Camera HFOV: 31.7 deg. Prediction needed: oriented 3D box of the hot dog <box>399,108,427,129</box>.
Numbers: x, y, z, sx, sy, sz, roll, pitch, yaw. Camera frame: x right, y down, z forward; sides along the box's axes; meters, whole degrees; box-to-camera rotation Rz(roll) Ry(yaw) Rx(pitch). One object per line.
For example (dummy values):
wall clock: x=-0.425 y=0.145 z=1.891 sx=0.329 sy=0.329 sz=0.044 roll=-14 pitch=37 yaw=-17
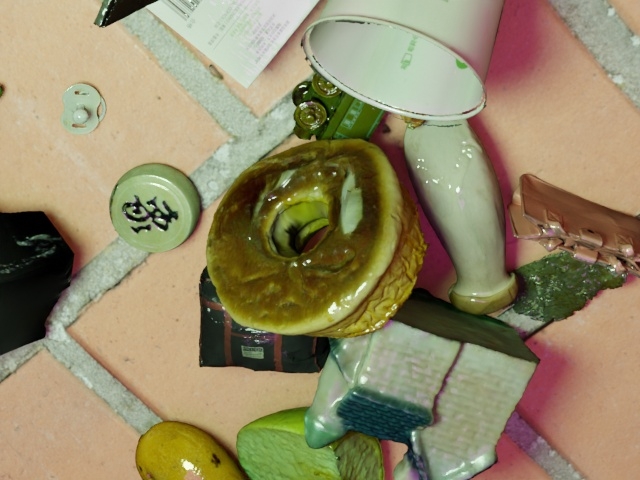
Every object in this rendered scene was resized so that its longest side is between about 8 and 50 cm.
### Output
hot dog: x=0.148 y=-0.217 z=1.636 sx=0.049 sy=0.037 sz=0.122 roll=38 pitch=71 yaw=-32

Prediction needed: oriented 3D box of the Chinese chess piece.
Chinese chess piece: x=-0.262 y=-0.050 z=1.783 sx=0.144 sy=0.058 sz=0.144 roll=3 pitch=114 yaw=6

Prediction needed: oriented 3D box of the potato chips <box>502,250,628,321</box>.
potato chips: x=0.381 y=0.073 z=1.781 sx=0.209 sy=0.026 sz=0.142 roll=-6 pitch=123 yaw=18

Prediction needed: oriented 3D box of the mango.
mango: x=-0.198 y=0.433 z=1.944 sx=0.295 sy=0.120 sz=0.177 roll=44 pitch=133 yaw=0

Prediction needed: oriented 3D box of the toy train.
toy train: x=0.049 y=-0.230 z=1.654 sx=0.137 sy=0.090 sz=0.225 roll=22 pitch=120 yaw=-16

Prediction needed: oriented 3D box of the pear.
pear: x=-0.021 y=0.373 z=1.917 sx=0.239 sy=0.139 sz=0.288 roll=7 pitch=131 yaw=27

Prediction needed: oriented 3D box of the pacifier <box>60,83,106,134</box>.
pacifier: x=-0.362 y=-0.195 z=1.727 sx=0.068 sy=0.064 sz=0.083 roll=4 pitch=116 yaw=-15

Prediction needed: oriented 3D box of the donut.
donut: x=0.000 y=0.000 z=1.623 sx=0.330 sy=0.330 sz=0.160 roll=-36 pitch=145 yaw=19

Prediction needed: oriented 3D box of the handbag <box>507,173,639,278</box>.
handbag: x=0.388 y=-0.017 z=1.673 sx=0.213 sy=0.157 sz=0.059 roll=20 pitch=115 yaw=-3

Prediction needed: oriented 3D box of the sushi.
sushi: x=-0.550 y=0.059 z=1.781 sx=0.212 sy=0.215 sz=0.227 roll=48 pitch=136 yaw=19

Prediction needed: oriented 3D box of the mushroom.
mushroom: x=0.215 y=-0.044 z=1.703 sx=0.128 sy=0.128 sz=0.350 roll=-12 pitch=115 yaw=11

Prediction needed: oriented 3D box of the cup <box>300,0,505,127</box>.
cup: x=0.134 y=-0.326 z=1.477 sx=0.253 sy=0.253 sz=0.273 roll=21 pitch=75 yaw=-4

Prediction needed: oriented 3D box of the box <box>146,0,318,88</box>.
box: x=-0.094 y=-0.378 z=1.589 sx=0.194 sy=0.111 sz=0.260 roll=39 pitch=111 yaw=-9

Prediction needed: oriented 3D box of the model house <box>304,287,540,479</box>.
model house: x=0.136 y=0.232 z=1.730 sx=0.299 sy=0.243 sz=0.284 roll=19 pitch=98 yaw=-8

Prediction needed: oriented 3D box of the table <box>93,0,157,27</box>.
table: x=-0.289 y=-0.427 z=1.396 sx=0.251 sy=0.282 sz=0.196 roll=31 pitch=113 yaw=-1

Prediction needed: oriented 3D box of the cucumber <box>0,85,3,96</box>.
cucumber: x=-0.592 y=-0.173 z=1.766 sx=0.250 sy=0.056 sz=0.056 roll=-38 pitch=105 yaw=17

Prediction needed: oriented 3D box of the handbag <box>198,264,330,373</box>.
handbag: x=-0.089 y=0.118 z=1.788 sx=0.215 sy=0.155 sz=0.169 roll=3 pitch=110 yaw=8
